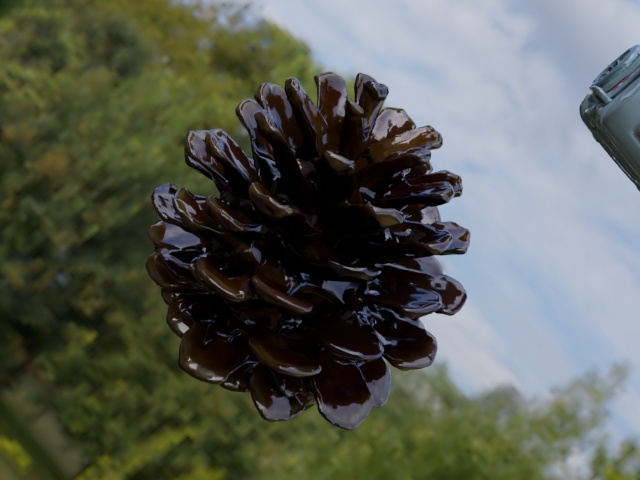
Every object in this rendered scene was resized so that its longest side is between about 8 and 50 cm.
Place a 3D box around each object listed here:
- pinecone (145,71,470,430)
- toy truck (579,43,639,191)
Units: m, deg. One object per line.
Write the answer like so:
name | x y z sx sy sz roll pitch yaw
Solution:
pinecone | -0.009 -0.005 1.289 0.264 0.264 0.264 49 -8 9
toy truck | 0.343 -0.147 1.288 0.136 0.305 0.162 49 11 -3
